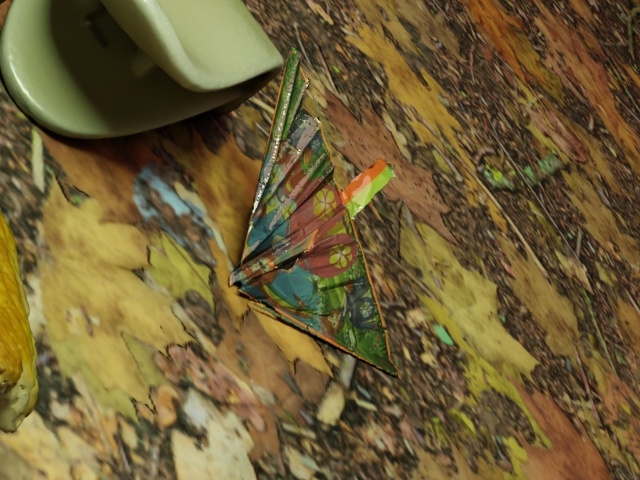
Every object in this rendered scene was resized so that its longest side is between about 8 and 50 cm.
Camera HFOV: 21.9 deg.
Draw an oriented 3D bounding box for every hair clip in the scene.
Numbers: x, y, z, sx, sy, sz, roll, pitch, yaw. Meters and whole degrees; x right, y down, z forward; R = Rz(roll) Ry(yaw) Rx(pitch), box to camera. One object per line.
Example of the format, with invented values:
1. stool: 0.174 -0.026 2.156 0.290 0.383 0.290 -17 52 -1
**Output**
1. hair clip: -0.105 -0.143 1.003 0.172 0.113 0.282 51 21 -7

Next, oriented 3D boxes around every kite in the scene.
1. kite: 0.000 0.000 1.071 0.183 0.014 0.241 -42 118 -44

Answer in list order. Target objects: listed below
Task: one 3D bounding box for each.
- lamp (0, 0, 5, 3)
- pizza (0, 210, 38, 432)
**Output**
1. lamp: -0.240 -0.151 0.759 0.250 0.101 0.101 19 41 -54
2. pizza: -0.203 -0.029 0.625 0.189 0.071 0.297 65 6 34
